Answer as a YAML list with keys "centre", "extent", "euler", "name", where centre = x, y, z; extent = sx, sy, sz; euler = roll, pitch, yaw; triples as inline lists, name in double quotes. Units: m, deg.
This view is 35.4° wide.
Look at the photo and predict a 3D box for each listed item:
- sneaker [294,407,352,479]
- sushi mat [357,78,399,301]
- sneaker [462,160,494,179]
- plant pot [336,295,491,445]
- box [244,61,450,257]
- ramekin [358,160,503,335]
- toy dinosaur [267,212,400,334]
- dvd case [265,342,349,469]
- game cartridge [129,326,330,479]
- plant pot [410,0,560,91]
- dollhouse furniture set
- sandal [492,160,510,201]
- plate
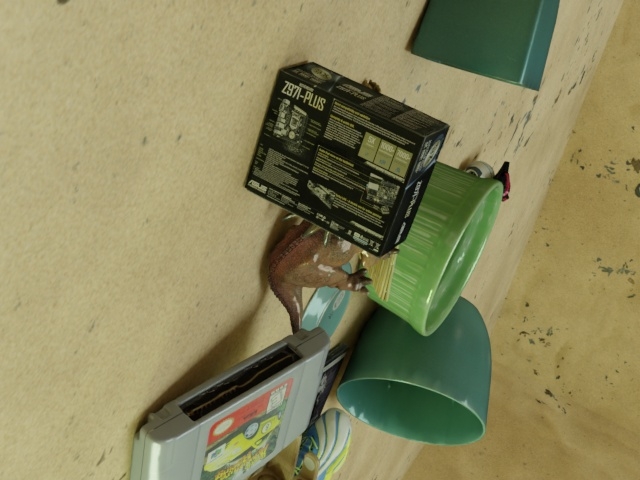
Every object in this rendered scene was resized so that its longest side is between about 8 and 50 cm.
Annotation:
- centre: [-0.027, 0.412, 1.796]
  extent: [0.240, 0.091, 0.126]
  euler: [-62, 162, 4]
  name: "sneaker"
- centre: [0.081, -0.062, 1.393]
  extent: [0.019, 0.151, 0.316]
  euler: [-13, 143, -15]
  name: "sushi mat"
- centre: [0.295, -0.047, 2.148]
  extent: [0.091, 0.094, 0.258]
  euler: [-12, 118, -58]
  name: "sneaker"
- centre: [0.201, 0.231, 1.956]
  extent: [0.293, 0.293, 0.235]
  euler: [86, 20, -60]
  name: "plant pot"
- centre: [0.026, -0.090, 1.092]
  extent: [0.077, 0.180, 0.147]
  euler: [-30, 143, -59]
  name: "box"
- centre: [0.191, 0.003, 1.780]
  extent: [0.303, 0.148, 0.303]
  euler: [-54, 161, -29]
  name: "ramekin"
- centre: [0.000, 0.000, 1.278]
  extent: [0.296, 0.127, 0.200]
  euler: [-53, 158, 19]
  name: "toy dinosaur"
- centre: [-0.024, 0.303, 1.824]
  extent: [0.164, 0.018, 0.221]
  euler: [-24, 139, -63]
  name: "dvd case"
- centre: [-0.113, 0.241, 1.283]
  extent: [0.294, 0.060, 0.196]
  euler: [-27, 147, -38]
  name: "game cartridge"
- centre: [0.259, -0.352, 1.435]
  extent: [0.165, 0.165, 0.234]
  euler: [-13, 122, -69]
  name: "plant pot"
- centre: [-0.079, 0.403, 1.643]
  extent: [0.151, 0.144, 0.123]
  euler: [-22, 134, -44]
  name: "dollhouse furniture set"
- centre: [0.389, -0.116, 2.135]
  extent: [0.179, 0.040, 0.067]
  euler: [-52, 153, -51]
  name: "sandal"
- centre: [0.011, 0.121, 1.639]
  extent: [0.188, 0.024, 0.188]
  euler: [-53, 160, -29]
  name: "plate"
